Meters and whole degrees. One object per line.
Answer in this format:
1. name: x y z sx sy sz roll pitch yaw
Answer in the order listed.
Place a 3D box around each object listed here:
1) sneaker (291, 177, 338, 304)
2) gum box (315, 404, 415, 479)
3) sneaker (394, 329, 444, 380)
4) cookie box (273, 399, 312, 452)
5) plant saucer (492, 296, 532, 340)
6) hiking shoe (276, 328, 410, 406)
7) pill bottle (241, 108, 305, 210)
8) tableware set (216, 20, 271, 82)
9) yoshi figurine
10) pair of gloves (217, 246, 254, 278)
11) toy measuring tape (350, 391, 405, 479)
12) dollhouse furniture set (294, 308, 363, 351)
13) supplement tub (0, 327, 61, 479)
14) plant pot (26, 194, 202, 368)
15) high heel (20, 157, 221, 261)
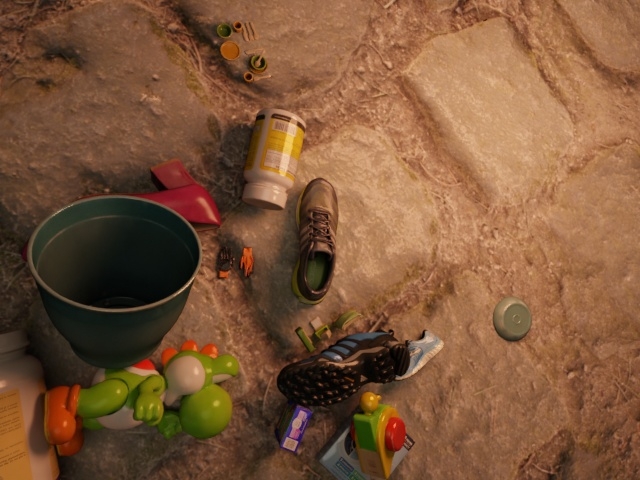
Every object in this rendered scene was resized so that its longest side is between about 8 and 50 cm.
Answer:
1. sneaker: 0.000 0.000 1.031 0.110 0.121 0.300 3 84 -13
2. gum box: 0.108 0.494 1.055 0.157 0.041 0.184 45 78 -5
3. sneaker: 0.225 0.284 1.101 0.162 0.063 0.073 -37 76 -18
4. cookie box: -0.062 0.403 0.988 0.040 0.107 0.092 26 79 -9
5. plant saucer: 0.517 0.209 1.186 0.119 0.021 0.120 1 85 -13
6. hiking shoe: 0.048 0.286 1.020 0.303 0.132 0.113 -10 106 -10
7. pill bottle: -0.110 -0.182 1.023 0.119 0.119 0.209 14 82 -12
8. tableware set: -0.187 -0.457 1.078 0.103 0.024 0.154 -18 90 -14
9. yoshi figurine: -0.329 0.342 0.892 0.361 0.203 0.203 -10 108 -26
10. pair of gloves: -0.197 0.052 1.038 0.083 0.010 0.074 2 86 -10
11. toy measuring tape: 0.142 0.478 1.001 0.121 0.121 0.331 -17 105 -14
12. dollhouse furniture set: 0.018 0.192 1.042 0.151 0.076 0.059 -33 94 -13
13. supplement tub: -0.619 0.344 0.794 0.240 0.241 0.332 -10 87 -14
14. plant pot: -0.379 0.098 0.841 0.271 0.255 0.272 13 42 -12
15. high heel: -0.403 -0.019 0.930 0.377 0.127 0.181 -35 83 -17
